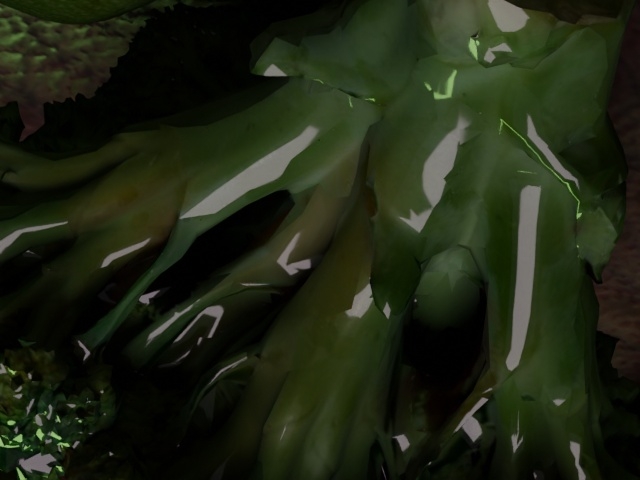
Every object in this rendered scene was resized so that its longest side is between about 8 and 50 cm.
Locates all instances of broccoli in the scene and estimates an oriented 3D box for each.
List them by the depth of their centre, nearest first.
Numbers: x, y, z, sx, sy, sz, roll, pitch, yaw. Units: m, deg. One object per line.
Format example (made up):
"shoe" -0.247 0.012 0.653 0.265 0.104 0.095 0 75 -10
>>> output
"broccoli" 0.000 0.000 0.505 0.269 0.254 0.269 -10 143 -8

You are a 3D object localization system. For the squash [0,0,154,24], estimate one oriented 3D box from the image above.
"squash" -0.149 -0.189 0.414 0.107 0.107 0.395 -13 136 28

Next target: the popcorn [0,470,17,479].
"popcorn" -0.053 0.157 0.728 0.293 0.237 0.293 2 126 3
